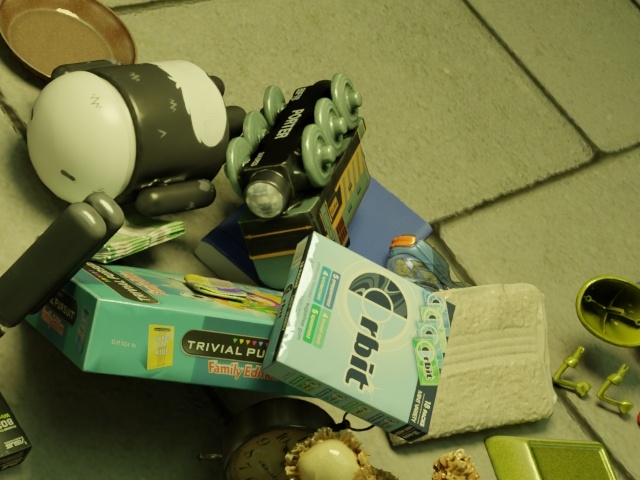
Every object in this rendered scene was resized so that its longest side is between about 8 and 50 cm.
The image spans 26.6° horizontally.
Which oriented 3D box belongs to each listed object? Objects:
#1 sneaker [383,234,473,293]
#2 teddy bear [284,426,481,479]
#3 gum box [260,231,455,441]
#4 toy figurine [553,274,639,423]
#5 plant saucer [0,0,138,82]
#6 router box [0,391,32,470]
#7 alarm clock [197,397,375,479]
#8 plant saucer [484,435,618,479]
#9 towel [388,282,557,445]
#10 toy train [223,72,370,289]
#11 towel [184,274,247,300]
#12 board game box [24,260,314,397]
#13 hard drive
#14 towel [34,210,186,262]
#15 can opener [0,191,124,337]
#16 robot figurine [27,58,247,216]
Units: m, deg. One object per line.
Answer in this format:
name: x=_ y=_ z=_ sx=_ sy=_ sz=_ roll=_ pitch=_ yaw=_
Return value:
sneaker: x=0.161 y=0.091 z=1.814 sx=0.221 sy=0.083 sz=0.087 roll=40 pitch=65 yaw=-13
teddy bear: x=0.072 y=0.330 z=1.441 sx=0.338 sy=0.113 sz=0.245 roll=16 pitch=82 yaw=-27
gum box: x=0.043 y=0.101 z=1.411 sx=0.184 sy=0.041 sz=0.157 roll=27 pitch=57 yaw=-18
toy figurine: x=0.498 y=0.156 z=1.986 sx=0.363 sy=0.191 sz=0.217 roll=20 pitch=12 yaw=-8
plant saucer: x=-0.346 y=-0.268 z=1.832 sx=0.199 sy=0.036 sz=0.198 roll=20 pitch=42 yaw=-19
router box: x=-0.367 y=0.198 z=1.368 sx=0.122 sy=0.038 sz=0.092 roll=-17 pitch=64 yaw=-44
alarm clock: x=-0.024 y=0.220 z=1.456 sx=0.129 sy=0.192 sz=0.064 roll=56 pitch=18 yaw=-34
plant saucer: x=0.321 y=0.324 z=1.728 sx=0.188 sy=0.045 sz=0.188 roll=8 pitch=48 yaw=-30
towel: x=0.192 y=0.153 z=1.734 sx=0.282 sy=0.049 sz=0.187 roll=-5 pitch=88 yaw=-37
toy train: x=-0.018 y=-0.082 z=1.709 sx=0.334 sy=0.142 sz=0.190 roll=-65 pitch=142 yaw=-60
towel: x=-0.116 y=0.051 z=1.490 sx=0.060 sy=0.009 sz=0.083 roll=12 pitch=4 yaw=-16
board game box: x=-0.131 y=0.094 z=1.491 sx=0.336 sy=0.079 sz=0.254 roll=10 pitch=5 yaw=-28
hard drive: x=0.000 y=0.000 z=1.815 sx=0.210 sy=0.040 sz=0.319 roll=40 pitch=40 yaw=5
towel: x=-0.247 y=-0.010 z=1.606 sx=0.113 sy=0.023 sz=0.152 roll=13 pitch=20 yaw=29
can opener: x=-0.319 y=0.036 z=1.373 sx=0.095 sy=0.283 sz=0.076 roll=48 pitch=27 yaw=1
robot figurine: x=-0.228 y=-0.133 z=1.686 sx=0.278 sy=0.173 sz=0.209 roll=-13 pitch=18 yaw=-43
